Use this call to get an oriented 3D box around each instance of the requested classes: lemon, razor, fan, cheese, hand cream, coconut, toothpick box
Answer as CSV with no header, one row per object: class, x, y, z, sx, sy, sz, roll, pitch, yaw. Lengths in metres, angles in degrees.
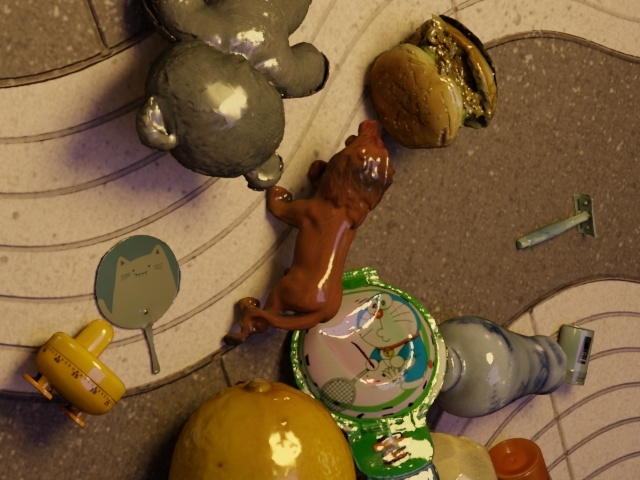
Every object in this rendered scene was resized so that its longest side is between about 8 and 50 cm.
lemon,-0.069,0.300,1.599,0.236,0.236,0.263,17,99,-38
razor,0.342,-0.016,1.959,0.135,0.040,0.068,-22,112,-26
fan,-0.209,0.078,1.584,0.113,0.005,0.175,-21,112,-32
cheese,0.074,0.187,1.699,0.203,0.083,0.321,-11,71,-12
hand cream,0.316,0.439,2.017,0.139,0.089,0.314,-39,128,-22
coconut,0.143,0.362,1.772,0.236,0.197,0.237,-9,107,-31
toothpick box,0.379,0.171,2.015,0.052,0.052,0.083,8,94,-38

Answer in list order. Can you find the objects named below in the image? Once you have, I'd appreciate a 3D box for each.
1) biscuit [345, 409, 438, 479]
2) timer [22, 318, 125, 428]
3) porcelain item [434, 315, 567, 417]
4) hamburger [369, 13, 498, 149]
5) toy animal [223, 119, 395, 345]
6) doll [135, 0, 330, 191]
biscuit,0.113,0.306,1.870,0.144,0.016,0.203,-42,122,-21
timer,-0.261,0.140,1.498,0.109,0.107,0.107,-50,124,-13
porcelain item,0.237,0.176,1.863,0.259,0.141,0.141,6,96,-46
hamburger,0.141,-0.201,1.689,0.131,0.159,0.185,-26,134,-27
toy animal,0.000,0.000,1.629,0.097,0.157,0.312,19,88,-37
doll,-0.105,-0.215,1.530,0.245,0.158,0.340,25,56,-32
